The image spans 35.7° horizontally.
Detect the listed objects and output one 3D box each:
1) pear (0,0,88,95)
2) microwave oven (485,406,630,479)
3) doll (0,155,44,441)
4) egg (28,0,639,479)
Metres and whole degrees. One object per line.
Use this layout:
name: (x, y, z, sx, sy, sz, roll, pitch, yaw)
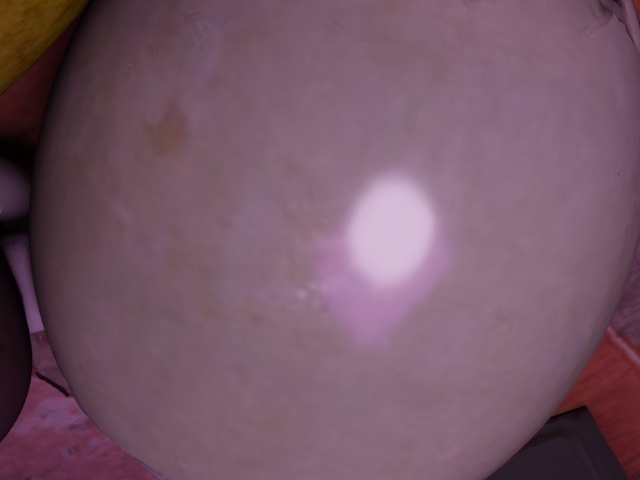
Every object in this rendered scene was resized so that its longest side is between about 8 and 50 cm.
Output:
pear: (-0.220, -0.129, 0.336, 0.307, 0.253, 0.253, -21, 132, 11)
microwave oven: (0.187, 0.333, 0.854, 0.237, 0.181, 0.295, -18, 121, 1)
doll: (-0.195, 0.027, 0.479, 0.117, 0.257, 0.182, -9, 108, -4)
egg: (0.000, 0.000, 0.486, 0.278, 0.278, 0.336, 8, 120, -21)
